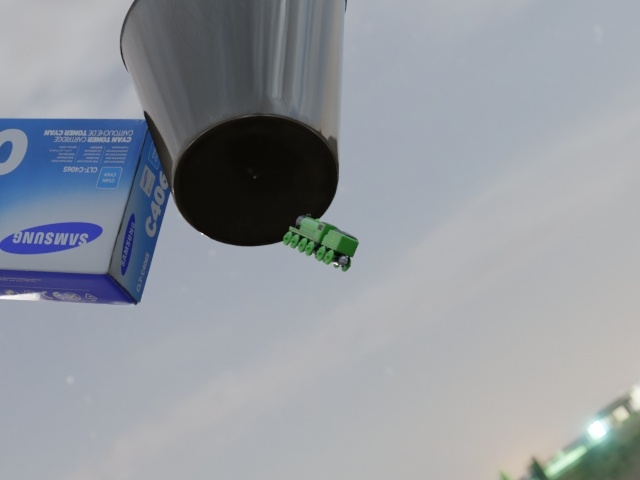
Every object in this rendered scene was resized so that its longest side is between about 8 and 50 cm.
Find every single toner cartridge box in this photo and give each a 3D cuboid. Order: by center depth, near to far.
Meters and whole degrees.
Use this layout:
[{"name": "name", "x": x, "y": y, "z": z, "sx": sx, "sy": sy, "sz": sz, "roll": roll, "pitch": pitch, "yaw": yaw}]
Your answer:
[{"name": "toner cartridge box", "x": -0.322, "y": -0.032, "z": 1.537, "sx": 0.347, "sy": 0.165, "sz": 0.075, "roll": 2, "pitch": -26, "yaw": 22}]

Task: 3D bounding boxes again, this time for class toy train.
[{"name": "toy train", "x": 0.000, "y": 0.000, "z": 0.949, "sx": 0.024, "sy": 0.017, "sz": 0.083, "roll": -67, "pitch": 24, "yaw": 1}]

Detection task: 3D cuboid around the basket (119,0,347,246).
[{"name": "basket", "x": -0.060, "y": -0.115, "z": 1.277, "sx": 0.204, "sy": 0.227, "sz": 0.154, "roll": -24, "pitch": -51, "yaw": 10}]
